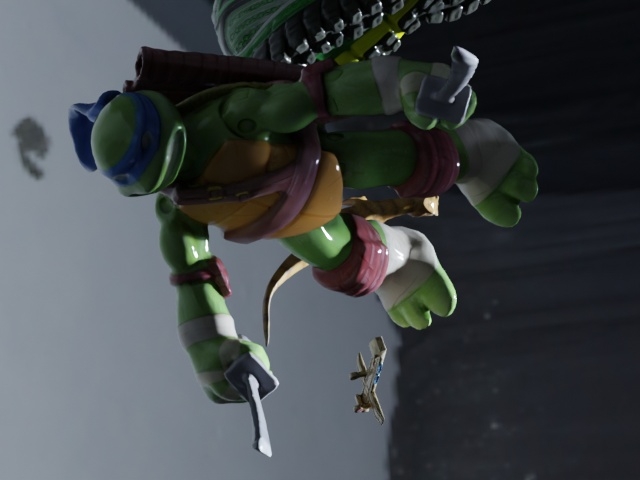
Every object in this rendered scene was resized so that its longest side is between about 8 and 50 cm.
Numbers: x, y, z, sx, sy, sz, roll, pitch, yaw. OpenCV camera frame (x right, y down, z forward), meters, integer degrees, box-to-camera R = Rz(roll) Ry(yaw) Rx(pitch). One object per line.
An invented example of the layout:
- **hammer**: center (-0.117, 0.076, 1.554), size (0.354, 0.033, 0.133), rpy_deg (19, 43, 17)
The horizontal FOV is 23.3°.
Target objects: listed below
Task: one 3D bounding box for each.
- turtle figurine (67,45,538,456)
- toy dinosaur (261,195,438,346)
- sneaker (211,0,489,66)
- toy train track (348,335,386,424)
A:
- **turtle figurine**: center (0.020, 0.002, 0.828), size (0.266, 0.274, 0.198), rpy_deg (6, 93, -50)
- **toy dinosaur**: center (0.000, 0.000, 1.268), size (0.211, 0.112, 0.064), rpy_deg (-33, 110, -24)
- **sneaker**: center (0.054, -0.256, 1.339), size (0.146, 0.343, 0.134), rpy_deg (54, -6, 29)
- **toy train track**: center (0.027, 0.084, 0.952), size (0.083, 0.014, 0.048), rpy_deg (102, -28, -57)
